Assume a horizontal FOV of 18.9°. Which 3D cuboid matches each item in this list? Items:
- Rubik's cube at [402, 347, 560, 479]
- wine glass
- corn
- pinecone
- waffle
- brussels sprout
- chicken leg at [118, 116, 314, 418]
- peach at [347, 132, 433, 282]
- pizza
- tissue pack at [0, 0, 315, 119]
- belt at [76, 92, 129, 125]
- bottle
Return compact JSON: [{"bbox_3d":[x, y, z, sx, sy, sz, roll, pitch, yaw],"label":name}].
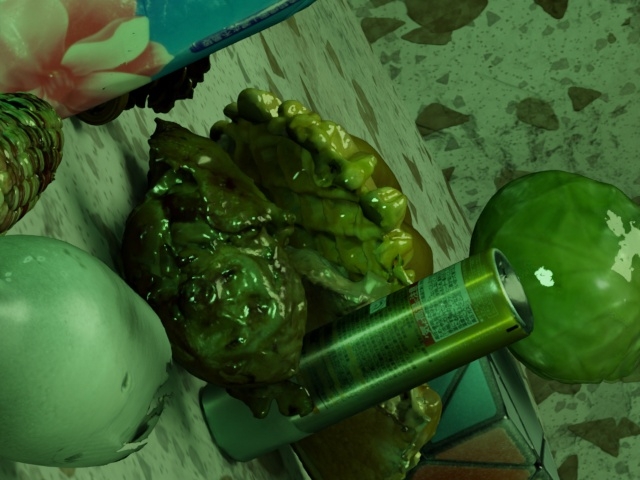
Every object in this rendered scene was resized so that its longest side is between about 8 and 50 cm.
[{"bbox_3d":[0.113,0.196,2.020,0.207,0.205,0.205,52,16,-46],"label":"Rubik's cube"},{"bbox_3d":[-0.187,0.053,1.070,0.321,0.143,0.143,40,27,-71],"label":"wine glass"},{"bbox_3d":[-0.221,-0.050,1.273,0.086,0.086,0.253,64,8,-10],"label":"corn"},{"bbox_3d":[-0.164,-0.182,1.728,0.120,0.140,0.140,1,59,-39],"label":"pinecone"},{"bbox_3d":[0.000,-0.007,1.844,0.329,0.062,0.329,39,-32,31],"label":"waffle"},{"bbox_3d":[0.262,0.043,2.017,0.244,0.244,0.244,61,11,-21],"label":"brussels sprout"},{"bbox_3d":[-0.109,-0.013,1.622,0.361,0.140,0.211,-118,-164,-48],"label":"chicken leg"},{"bbox_3d":[0.036,-0.015,2.282,0.251,0.153,0.251,-25,90,-87],"label":"peach"},{"bbox_3d":[0.020,0.113,1.780,0.089,0.223,0.323,-31,98,-36],"label":"pizza"},{"bbox_3d":[-0.134,-0.201,1.515,0.137,0.269,0.209,61,11,-18],"label":"tissue pack"},{"bbox_3d":[-0.196,-0.141,1.652,0.083,0.059,0.036,64,11,-4],"label":"belt"},{"bbox_3d":[0.037,0.100,1.630,0.082,0.286,0.082,55,18,-29],"label":"bottle"}]
